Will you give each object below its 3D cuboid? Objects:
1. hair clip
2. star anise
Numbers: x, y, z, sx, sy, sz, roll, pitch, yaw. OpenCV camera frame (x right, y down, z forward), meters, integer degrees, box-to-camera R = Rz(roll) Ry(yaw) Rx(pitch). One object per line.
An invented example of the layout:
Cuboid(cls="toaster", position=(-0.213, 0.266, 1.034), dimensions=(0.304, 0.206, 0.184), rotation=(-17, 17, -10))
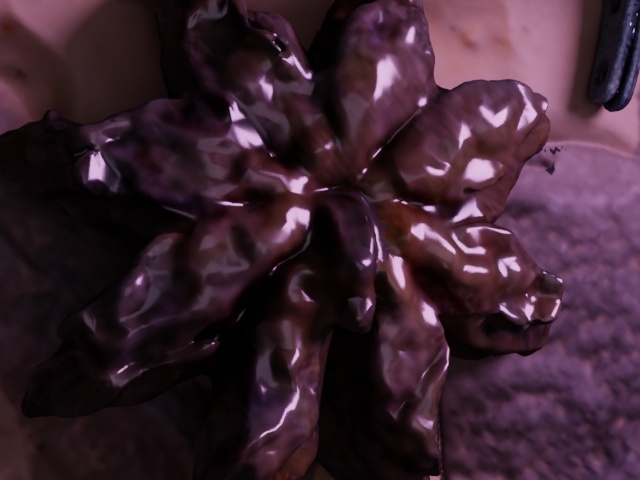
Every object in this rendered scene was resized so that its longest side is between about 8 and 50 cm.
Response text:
Cuboid(cls="hair clip", position=(0.126, -0.171, 0.697), dimensions=(0.070, 0.039, 0.229), rotation=(-10, 94, -21))
Cuboid(cls="star anise", position=(0.000, 0.001, 0.616), dimensions=(0.223, 0.109, 0.236), rotation=(-5, 89, -24))
